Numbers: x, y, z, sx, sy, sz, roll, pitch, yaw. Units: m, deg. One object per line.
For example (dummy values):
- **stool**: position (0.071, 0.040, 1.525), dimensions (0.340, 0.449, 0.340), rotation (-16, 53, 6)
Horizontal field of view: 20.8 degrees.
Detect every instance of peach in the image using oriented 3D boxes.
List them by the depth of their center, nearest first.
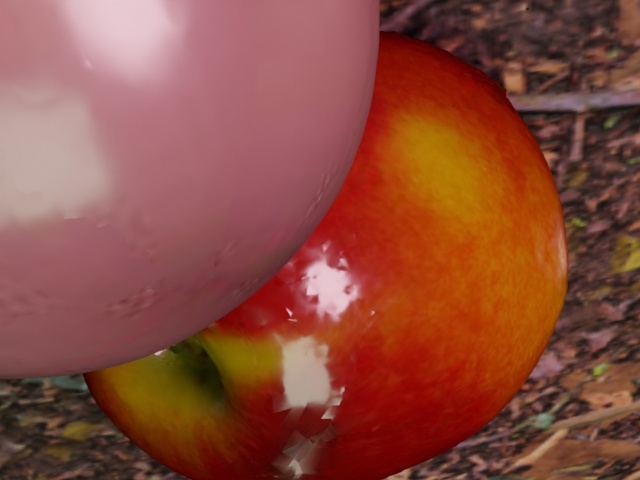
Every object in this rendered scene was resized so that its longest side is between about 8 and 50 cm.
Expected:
- **peach**: position (0.000, 0.000, 0.735), dimensions (0.196, 0.226, 0.190), rotation (3, 116, 36)

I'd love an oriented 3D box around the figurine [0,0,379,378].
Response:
- **figurine**: position (-0.079, -0.072, 0.502), dimensions (0.261, 0.211, 0.269), rotation (-35, 169, 34)
